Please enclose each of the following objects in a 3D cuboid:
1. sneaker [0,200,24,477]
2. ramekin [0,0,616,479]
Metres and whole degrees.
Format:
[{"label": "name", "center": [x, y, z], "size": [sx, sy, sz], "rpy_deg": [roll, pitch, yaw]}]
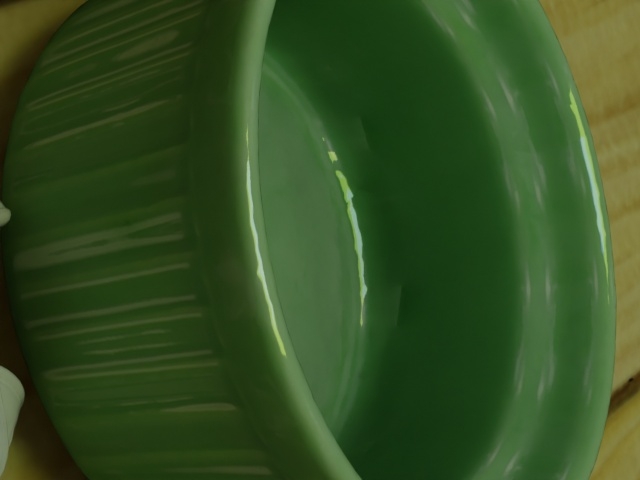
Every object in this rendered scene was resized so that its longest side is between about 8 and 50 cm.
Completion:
[{"label": "sneaker", "center": [-0.169, 0.104, 0.601], "size": [0.152, 0.114, 0.305], "rpy_deg": [17, 73, -45]}, {"label": "ramekin", "center": [0.000, 0.000, 0.751], "size": [0.303, 0.148, 0.303], "rpy_deg": [21, 64, -52]}]
